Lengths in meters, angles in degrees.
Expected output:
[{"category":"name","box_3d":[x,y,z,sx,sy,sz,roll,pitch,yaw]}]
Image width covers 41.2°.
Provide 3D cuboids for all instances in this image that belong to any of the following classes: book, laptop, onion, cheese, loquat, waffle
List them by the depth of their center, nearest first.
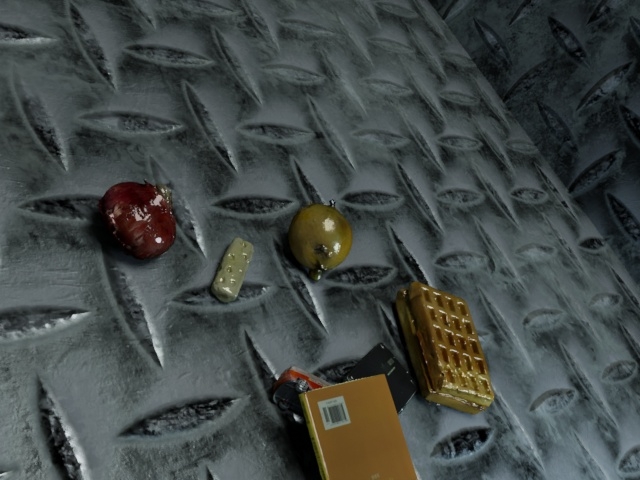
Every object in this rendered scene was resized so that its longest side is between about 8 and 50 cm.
[{"category":"book","box_3d":[0.101,0.469,1.732,0.262,0.028,0.374,-1,70,-49]},{"category":"onion","box_3d":[-0.367,-0.056,1.766,0.184,0.147,0.184,39,19,-17]},{"category":"cheese","box_3d":[-0.197,0.064,1.912,0.065,0.043,0.194,37,35,-14]},{"category":"laptop","box_3d":[0.147,0.338,2.005,0.154,0.026,0.207,48,33,6]},{"category":"loquat","box_3d":[0.000,0.000,2.107,0.172,0.149,0.204,28,66,-60]},{"category":"waffle","box_3d":[0.319,0.275,2.187,0.224,0.098,0.327,22,39,-34]}]

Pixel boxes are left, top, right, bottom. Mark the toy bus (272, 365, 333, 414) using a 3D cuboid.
[{"category":"toy bus","box_3d":[-0.019,0.328,1.796,0.174,0.079,0.077,31,28,-20]}]
